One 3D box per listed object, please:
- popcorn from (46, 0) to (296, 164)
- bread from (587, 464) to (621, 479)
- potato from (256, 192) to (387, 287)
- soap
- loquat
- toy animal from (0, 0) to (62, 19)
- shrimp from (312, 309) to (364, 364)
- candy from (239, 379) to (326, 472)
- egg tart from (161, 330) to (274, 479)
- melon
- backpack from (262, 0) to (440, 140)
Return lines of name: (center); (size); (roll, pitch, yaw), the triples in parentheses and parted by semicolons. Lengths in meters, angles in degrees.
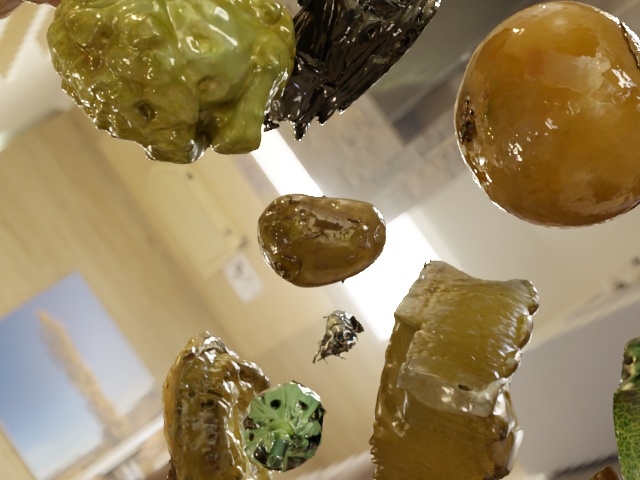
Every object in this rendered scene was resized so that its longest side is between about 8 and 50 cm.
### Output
popcorn: (-0.140, -0.187, 1.432); (0.256, 0.255, 0.195); (-10, -20, -33)
bread: (0.335, 0.299, 1.645); (0.047, 0.083, 0.036); (-47, -17, 31)
potato: (0.000, 0.000, 1.954); (0.176, 0.137, 0.137); (8, -8, -7)
soap: (0.132, 0.235, 1.609); (0.304, 0.169, 0.339); (-53, -25, -62)
loquat: (0.282, -0.143, 1.669); (0.263, 0.263, 0.263); (-36, -1, -1)
toy animal: (-0.355, -0.340, 1.718); (0.197, 0.171, 0.171); (-28, -4, -18)
shrimp: (0.022, 0.153, 2.375); (0.082, 0.076, 0.174); (-37, 4, 15)
candy: (-0.036, 0.182, 1.360); (0.091, 0.083, 0.305); (-63, -1, -3)
egg tart: (-0.122, 0.251, 1.887); (0.095, 0.279, 0.279); (-9, 7, 17)
melon: (0.390, 0.186, 1.506); (0.129, 0.169, 0.265); (-16, 28, 29)
backpack: (0.017, -0.215, 1.607); (0.258, 0.133, 0.206); (-51, 2, 31)
